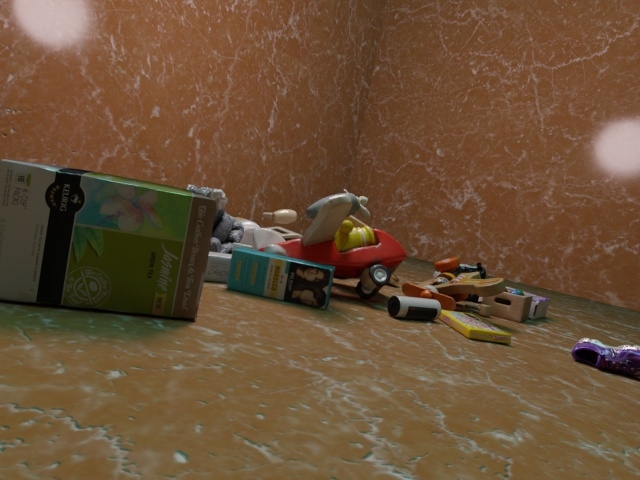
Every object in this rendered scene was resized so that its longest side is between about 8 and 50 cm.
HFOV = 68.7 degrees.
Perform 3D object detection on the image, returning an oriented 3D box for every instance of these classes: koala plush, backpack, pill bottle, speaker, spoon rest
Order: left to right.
[{"bbox_3d":[-0.363,-0.079,1.542,0.196,0.221,0.203,12,35,41],"label":"koala plush"},{"bbox_3d":[-0.308,-0.016,1.880,0.137,0.136,0.246,9,4,-25],"label":"pill bottle"},{"bbox_3d":[-0.223,0.069,1.408,0.138,0.084,0.276,12,-10,2],"label":"spoon rest"},{"bbox_3d":[0.237,0.171,1.187,0.136,0.055,0.055,10,4,-28],"label":"speaker"},{"bbox_3d":[0.519,0.156,1.762,0.182,0.151,0.115,7,-12,-12],"label":"backpack"}]

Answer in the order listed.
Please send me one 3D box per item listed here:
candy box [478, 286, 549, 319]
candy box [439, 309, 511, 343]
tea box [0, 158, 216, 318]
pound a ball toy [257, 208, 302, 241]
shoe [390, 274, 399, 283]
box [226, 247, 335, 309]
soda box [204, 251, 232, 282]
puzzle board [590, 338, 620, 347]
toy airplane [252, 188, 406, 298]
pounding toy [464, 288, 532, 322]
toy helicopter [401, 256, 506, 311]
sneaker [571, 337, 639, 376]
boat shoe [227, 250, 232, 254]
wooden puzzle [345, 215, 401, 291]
[{"bbox_3d":[0.690,0.215,1.672,0.196,0.070,0.165,17,7,38],"label":"candy box"},{"bbox_3d":[0.377,0.213,1.175,0.105,0.027,0.206,7,4,-8],"label":"candy box"},{"bbox_3d":[-0.385,-0.011,0.887,0.324,0.219,0.329,9,4,-18],"label":"tea box"},{"bbox_3d":[-0.126,-0.011,1.614,0.136,0.208,0.319,-5,7,-19],"label":"pound a ball toy"},{"bbox_3d":[0.231,0.136,1.815,0.077,0.058,0.219,31,-2,-26],"label":"shoe"},{"bbox_3d":[-0.094,0.090,1.127,0.245,0.100,0.060,11,5,8],"label":"box"},{"bbox_3d":[-0.291,0.064,1.193,0.216,0.069,0.074,8,4,-28],"label":"soda box"},{"bbox_3d":[0.779,0.291,1.268,0.097,0.011,0.128,15,6,39],"label":"puzzle board"},{"bbox_3d":[0.000,0.000,1.310,0.386,0.272,0.384,-13,-29,31],"label":"toy airplane"},{"bbox_3d":[0.564,0.193,1.509,0.181,0.094,0.206,13,4,34],"label":"pounding toy"},{"bbox_3d":[0.412,0.143,1.438,0.235,0.140,0.355,-15,1,-21],"label":"toy helicopter"},{"bbox_3d":[0.633,0.263,1.012,0.071,0.068,0.170,-13,11,-42],"label":"sneaker"},{"bbox_3d":[-0.336,0.041,1.606,0.049,0.056,0.152,1,0,-43],"label":"boat shoe"},{"bbox_3d":[0.132,0.032,1.480,0.239,0.221,0.044,36,49,7],"label":"wooden puzzle"}]
